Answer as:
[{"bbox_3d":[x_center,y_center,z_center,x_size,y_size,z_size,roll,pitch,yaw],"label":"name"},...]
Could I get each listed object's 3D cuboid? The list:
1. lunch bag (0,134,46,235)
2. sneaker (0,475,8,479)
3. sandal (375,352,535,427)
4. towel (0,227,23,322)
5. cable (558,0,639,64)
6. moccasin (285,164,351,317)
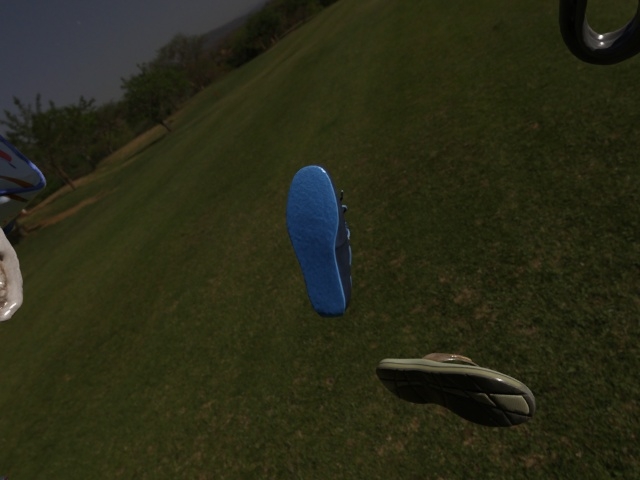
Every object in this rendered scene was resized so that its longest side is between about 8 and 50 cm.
[{"bbox_3d":[-0.452,-0.103,0.468,0.115,0.303,0.243,-44,5,14],"label":"lunch bag"},{"bbox_3d":[-0.495,0.339,0.523,0.252,0.111,0.103,-43,19,-14],"label":"sneaker"},{"bbox_3d":[0.232,0.246,0.847,0.303,0.120,0.086,-1,31,47],"label":"sandal"},{"bbox_3d":[-0.300,-0.071,0.291,0.187,0.282,0.049,-7,19,34],"label":"towel"},{"bbox_3d":[0.156,-0.236,0.281,0.139,0.287,0.072,-25,47,46],"label":"cable"},{"bbox_3d":[0.000,0.000,1.043,0.138,0.342,0.117,1,17,19],"label":"moccasin"}]
